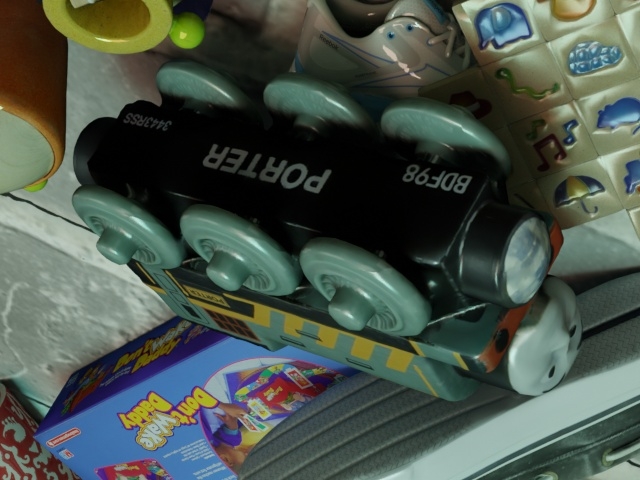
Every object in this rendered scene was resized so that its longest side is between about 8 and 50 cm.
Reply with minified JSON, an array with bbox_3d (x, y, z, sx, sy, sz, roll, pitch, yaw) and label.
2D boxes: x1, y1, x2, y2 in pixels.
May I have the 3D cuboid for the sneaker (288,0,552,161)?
[{"bbox_3d":[0.071,-0.105,0.819,0.190,0.071,0.083,15,130,12],"label":"sneaker"}]

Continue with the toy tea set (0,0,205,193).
[{"bbox_3d":[-0.235,-0.125,0.700,0.336,0.124,0.200,23,145,-28],"label":"toy tea set"}]

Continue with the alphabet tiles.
[{"bbox_3d":[0.185,-0.076,0.764,0.237,0.009,0.198,-19,119,22],"label":"alphabet tiles"}]

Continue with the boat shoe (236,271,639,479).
[{"bbox_3d":[0.113,0.139,0.918,0.335,0.121,0.119,-21,120,8],"label":"boat shoe"}]

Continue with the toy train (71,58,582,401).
[{"bbox_3d":[0.000,0.000,0.826,0.334,0.142,0.190,14,154,36],"label":"toy train"}]

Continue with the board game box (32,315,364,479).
[{"bbox_3d":[-0.040,0.156,1.111,0.233,0.078,0.347,45,133,-18],"label":"board game box"}]

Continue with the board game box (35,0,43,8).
[{"bbox_3d":[-0.178,-0.212,0.807,0.211,0.039,0.160,-24,90,40],"label":"board game box"}]

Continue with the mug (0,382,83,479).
[{"bbox_3d":[-0.298,0.226,1.279,0.150,0.113,0.169,-12,122,31],"label":"mug"}]

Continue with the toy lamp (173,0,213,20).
[{"bbox_3d":[-0.020,-0.168,0.793,0.274,0.080,0.080,-4,129,29],"label":"toy lamp"}]
